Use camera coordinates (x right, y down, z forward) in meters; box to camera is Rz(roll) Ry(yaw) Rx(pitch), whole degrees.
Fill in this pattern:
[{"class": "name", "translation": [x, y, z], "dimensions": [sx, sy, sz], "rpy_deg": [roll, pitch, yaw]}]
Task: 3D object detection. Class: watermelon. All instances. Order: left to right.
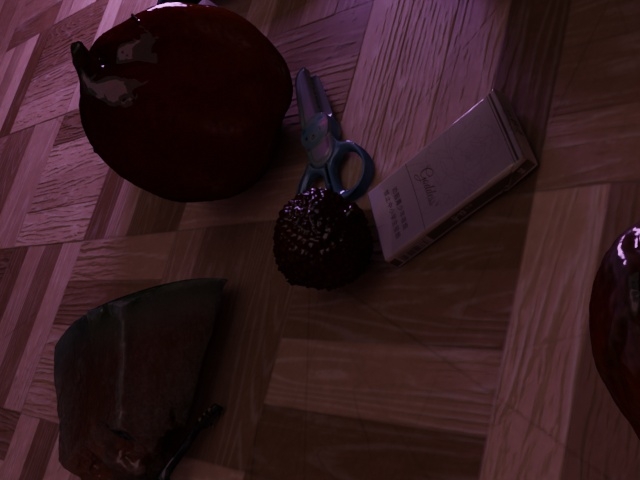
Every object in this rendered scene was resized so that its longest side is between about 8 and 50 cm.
[{"class": "watermelon", "translation": [-0.263, 0.171, 1.115], "dimensions": [0.264, 0.151, 0.302], "rpy_deg": [-27, 47, 47]}]

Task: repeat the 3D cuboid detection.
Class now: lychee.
[{"class": "lychee", "translation": [0.002, 0.002, 0.964], "dimensions": [0.129, 0.123, 0.123], "rpy_deg": [112, 155, -44]}]

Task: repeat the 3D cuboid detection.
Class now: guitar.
[{"class": "guitar", "translation": [-0.195, 0.304, 1.046], "dimensions": [0.233, 0.088, 0.025], "rpy_deg": [-54, 36, -5]}]

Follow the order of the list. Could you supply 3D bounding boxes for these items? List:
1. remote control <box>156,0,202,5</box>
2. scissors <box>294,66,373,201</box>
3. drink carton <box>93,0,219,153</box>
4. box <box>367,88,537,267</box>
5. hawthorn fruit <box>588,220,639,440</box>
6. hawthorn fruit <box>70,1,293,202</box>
[{"class": "remote control", "translation": [-0.169, -0.507, 1.520], "dimensions": [0.398, 0.062, 0.145], "rpy_deg": [-5, 63, 49]}, {"class": "scissors", "translation": [0.001, -0.139, 1.119], "dimensions": [0.125, 0.030, 0.256], "rpy_deg": [-38, 46, 29]}, {"class": "drink carton", "translation": [-0.260, -0.259, 1.434], "dimensions": [0.315, 0.106, 0.131], "rpy_deg": [-35, 46, 30]}, {"class": "box", "translation": [0.138, -0.065, 0.916], "dimensions": [0.198, 0.029, 0.109], "rpy_deg": [-39, 43, 29]}, {"class": "hawthorn fruit", "translation": [0.295, 0.087, 0.496], "dimensions": [0.241, 0.241, 0.272], "rpy_deg": [-24, 83, 39]}, {"class": "hawthorn fruit", "translation": [-0.187, -0.187, 1.170], "dimensions": [0.295, 0.295, 0.311], "rpy_deg": [-28, 5, 36]}]
